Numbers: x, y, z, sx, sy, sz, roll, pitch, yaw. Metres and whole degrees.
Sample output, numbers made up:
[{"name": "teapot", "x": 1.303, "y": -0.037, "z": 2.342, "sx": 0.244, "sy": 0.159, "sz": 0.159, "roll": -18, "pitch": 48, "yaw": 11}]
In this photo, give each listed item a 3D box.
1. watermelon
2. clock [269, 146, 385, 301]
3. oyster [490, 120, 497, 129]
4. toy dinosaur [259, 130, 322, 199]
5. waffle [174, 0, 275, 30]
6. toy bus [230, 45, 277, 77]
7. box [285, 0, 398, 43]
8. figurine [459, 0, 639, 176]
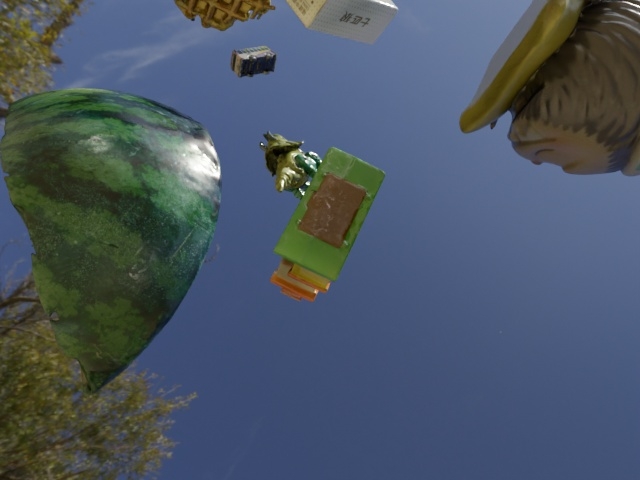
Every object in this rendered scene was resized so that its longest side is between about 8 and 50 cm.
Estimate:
[{"name": "watermelon", "x": -0.278, "y": -0.048, "z": 0.660, "sx": 0.319, "sy": 0.222, "sz": 0.292, "roll": -49, "pitch": -140, "yaw": 1}, {"name": "clock", "x": 0.000, "y": 0.000, "z": 0.992, "sx": 0.106, "sy": 0.255, "sz": 0.219, "roll": 26, "pitch": -116, "yaw": 2}, {"name": "oyster", "x": 0.290, "y": -0.230, "z": 0.941, "sx": 0.019, "sy": 0.054, "sz": 0.083, "roll": -9, "pitch": -73, "yaw": 1}, {"name": "toy dinosaur", "x": -0.049, "y": -0.132, "z": 1.088, "sx": 0.153, "sy": 0.259, "sz": 0.094, "roll": 28, "pitch": -66, "yaw": -19}, {"name": "waffle", "x": -0.304, "y": -0.820, "z": 1.630, "sx": 0.380, "sy": 0.382, "sz": 0.095, "roll": -12, "pitch": -145, "yaw": 19}, {"name": "toy bus", "x": -0.156, "y": -0.410, "z": 1.267, "sx": 0.058, "sy": 0.102, "sz": 0.052, "roll": 44, "pitch": -43, "yaw": 27}, {"name": "box", "x": -0.022, "y": -0.533, "z": 1.058, "sx": 0.095, "sy": 0.210, "sz": 0.330, "roll": -44, "pitch": -110, "yaw": 35}, {"name": "figurine", "x": 0.437, "y": -0.228, "z": 0.745, "sx": 0.378, "sy": 0.266, "sz": 0.361, "roll": 30, "pitch": -101, "yaw": -1}]
